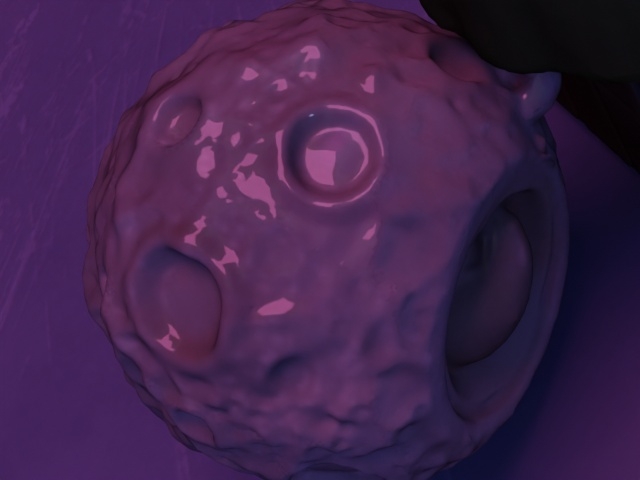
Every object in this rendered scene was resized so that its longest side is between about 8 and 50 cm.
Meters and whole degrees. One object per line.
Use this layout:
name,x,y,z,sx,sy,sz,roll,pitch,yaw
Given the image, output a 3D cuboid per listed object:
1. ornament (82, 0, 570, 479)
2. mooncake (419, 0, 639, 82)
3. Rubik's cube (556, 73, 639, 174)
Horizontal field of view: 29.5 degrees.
ornament,0.000,0.000,0.836,0.337,0.337,0.337,-19,48,23
mooncake,0.195,-0.253,0.679,0.356,0.194,0.356,-14,46,15
Rubik's cube,0.268,-0.193,0.879,0.231,0.221,0.224,-37,44,3
